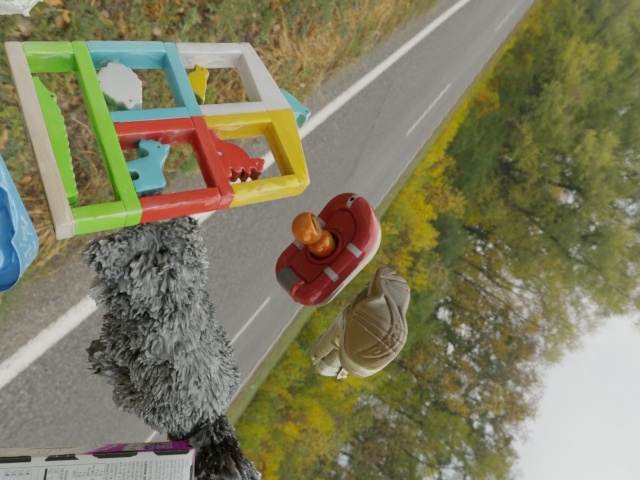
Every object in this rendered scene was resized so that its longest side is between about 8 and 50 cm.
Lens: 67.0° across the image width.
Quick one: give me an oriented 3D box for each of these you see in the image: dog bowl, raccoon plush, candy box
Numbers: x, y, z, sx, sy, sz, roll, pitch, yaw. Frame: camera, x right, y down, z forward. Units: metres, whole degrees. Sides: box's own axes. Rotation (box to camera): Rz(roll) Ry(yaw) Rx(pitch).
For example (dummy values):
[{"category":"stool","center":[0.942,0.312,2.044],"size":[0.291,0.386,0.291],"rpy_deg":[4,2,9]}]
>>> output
[{"category":"dog bowl","center":[-0.588,-0.056,0.813],"size":[0.074,0.165,0.298],"rpy_deg":[-72,154,-63]},{"category":"raccoon plush","center":[-0.175,0.163,0.710],"size":[0.216,0.446,0.299],"rpy_deg":[-36,158,-39]},{"category":"candy box","center":[-0.252,0.246,0.487],"size":[0.159,0.233,0.071],"rpy_deg":[132,-39,-64]}]

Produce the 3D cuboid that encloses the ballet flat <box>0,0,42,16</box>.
[{"category":"ballet flat","center":[-0.376,-0.489,0.639],"size":[0.147,0.146,0.410],"rpy_deg":[91,1,-74]}]

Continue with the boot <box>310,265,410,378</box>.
[{"category":"boot","center":[0.051,0.174,0.805],"size":[0.204,0.095,0.262],"rpy_deg":[-54,-178,30]}]

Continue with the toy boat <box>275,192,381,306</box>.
[{"category":"toy boat","center":[0.000,0.000,0.902],"size":[0.231,0.151,0.151],"rpy_deg":[-47,137,-5]}]

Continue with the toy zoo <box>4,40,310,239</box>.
[{"category":"toy zoo","center":[-0.134,-0.120,0.497],"size":[0.293,0.193,0.030],"rpy_deg":[-14,163,-32]}]
